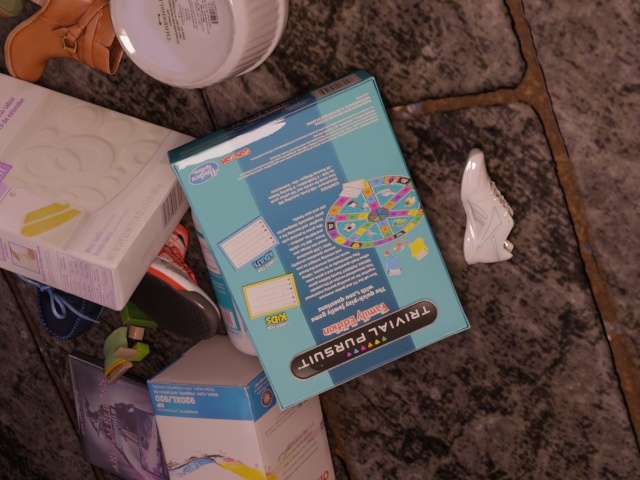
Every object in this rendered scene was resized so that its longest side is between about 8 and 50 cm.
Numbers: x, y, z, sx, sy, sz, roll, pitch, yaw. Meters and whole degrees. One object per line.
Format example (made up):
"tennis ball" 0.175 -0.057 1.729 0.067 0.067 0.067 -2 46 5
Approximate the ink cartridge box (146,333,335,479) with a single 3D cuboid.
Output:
"ink cartridge box" -0.106 0.268 1.903 0.168 0.171 0.232 -1 109 29

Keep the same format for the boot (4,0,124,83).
"boot" -0.334 -0.257 1.819 0.152 0.073 0.197 31 134 10

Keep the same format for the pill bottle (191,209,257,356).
"pill bottle" -0.078 0.005 1.755 0.146 0.146 0.264 3 120 34

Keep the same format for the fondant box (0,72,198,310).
"fondant box" -0.352 -0.072 1.796 0.330 0.238 0.096 18 143 14

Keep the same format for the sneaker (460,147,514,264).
"sneaker" 0.196 -0.041 1.606 0.061 0.053 0.152 2 123 17

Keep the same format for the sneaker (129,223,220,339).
"sneaker" -0.207 0.033 1.856 0.270 0.145 0.090 21 131 31

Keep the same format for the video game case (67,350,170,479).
"video game case" -0.284 0.294 2.126 0.274 0.026 0.196 14 119 38

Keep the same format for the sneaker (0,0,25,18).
"sneaker" -0.417 -0.384 1.795 0.086 0.064 0.192 2 116 40

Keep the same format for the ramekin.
"ramekin" -0.152 -0.278 1.626 0.207 0.109 0.207 10 118 19

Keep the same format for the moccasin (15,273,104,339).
"moccasin" -0.380 0.018 1.995 0.138 0.117 0.342 27 130 18

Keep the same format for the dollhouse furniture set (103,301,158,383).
"dollhouse furniture set" -0.302 0.148 2.045 0.152 0.059 0.076 -43 49 37

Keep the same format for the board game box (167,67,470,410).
"board game box" 0.000 0.000 1.643 0.254 0.079 0.336 -23 109 -3
